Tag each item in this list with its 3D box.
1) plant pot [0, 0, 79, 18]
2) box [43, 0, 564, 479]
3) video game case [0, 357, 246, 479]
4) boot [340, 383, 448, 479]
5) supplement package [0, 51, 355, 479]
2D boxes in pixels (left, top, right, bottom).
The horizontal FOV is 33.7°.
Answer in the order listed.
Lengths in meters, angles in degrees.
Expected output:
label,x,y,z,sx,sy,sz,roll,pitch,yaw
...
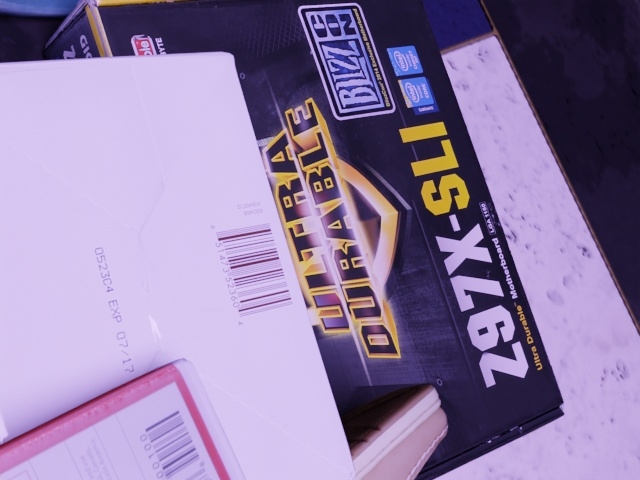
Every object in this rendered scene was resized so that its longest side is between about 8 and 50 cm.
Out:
label,x,y,z,sx,sy,sz,roll,pitch,yaw
plant pot,-0.060,-0.319,0.524,0.341,0.341,0.334,-14,94,-38
box,0.000,0.000,0.666,0.257,0.079,0.322,-14,83,-40
video game case,-0.092,0.171,0.272,0.285,0.025,0.204,-24,89,-52
boot,0.024,0.186,0.494,0.165,0.077,0.213,50,57,-5
supplement package,-0.122,0.046,0.479,0.149,0.203,0.194,-10,82,-39
